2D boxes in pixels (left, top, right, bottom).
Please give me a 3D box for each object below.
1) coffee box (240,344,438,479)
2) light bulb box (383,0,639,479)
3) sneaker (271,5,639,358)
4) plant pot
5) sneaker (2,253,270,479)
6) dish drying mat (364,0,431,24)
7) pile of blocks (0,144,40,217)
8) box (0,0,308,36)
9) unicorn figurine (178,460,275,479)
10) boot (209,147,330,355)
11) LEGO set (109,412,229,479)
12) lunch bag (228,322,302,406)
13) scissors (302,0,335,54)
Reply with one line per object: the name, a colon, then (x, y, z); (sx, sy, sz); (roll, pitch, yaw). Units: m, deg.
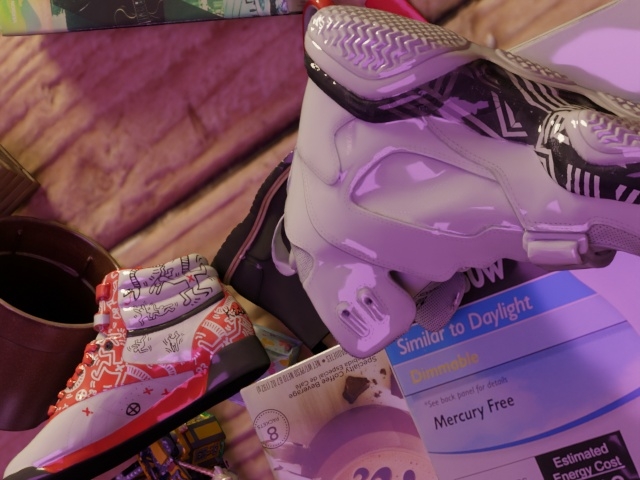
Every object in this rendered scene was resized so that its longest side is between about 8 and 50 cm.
coffee box: (0.072, 0.233, 1.187); (0.168, 0.119, 0.297); (-26, 77, 11)
light bulb box: (0.236, 0.012, 1.057); (0.358, 0.225, 0.361); (-24, 89, 27)
sneaker: (0.125, -0.005, 0.909); (0.365, 0.137, 0.210); (27, 110, 25)
plant pot: (-0.297, 0.090, 1.368); (0.167, 0.167, 0.165); (38, 119, 15)
sneaker: (-0.192, 0.119, 1.261); (0.270, 0.090, 0.145); (-30, 74, -1)
dish drying mat: (0.076, -0.192, 1.219); (0.083, 0.008, 0.032); (46, 115, 10)
pile of blocks: (-0.439, 0.017, 1.423); (0.112, 0.149, 0.362); (44, 115, 12)
box: (-0.169, -0.317, 1.286); (0.322, 0.058, 0.232); (-1, 99, 26)
unicorn figurine: (-0.042, 0.252, 1.257); (0.060, 0.111, 0.162); (-33, 78, 32)
boot: (0.000, 0.000, 1.260); (0.137, 0.077, 0.198); (41, 127, 9)
LEGO set: (-0.168, 0.338, 1.303); (0.255, 0.192, 0.331); (-27, 82, 33)
lunch bag: (-0.067, 0.118, 1.317); (0.083, 0.053, 0.071); (18, 109, 12)
scissors: (0.030, -0.074, 1.251); (0.109, 0.021, 0.297); (27, 132, 52)
